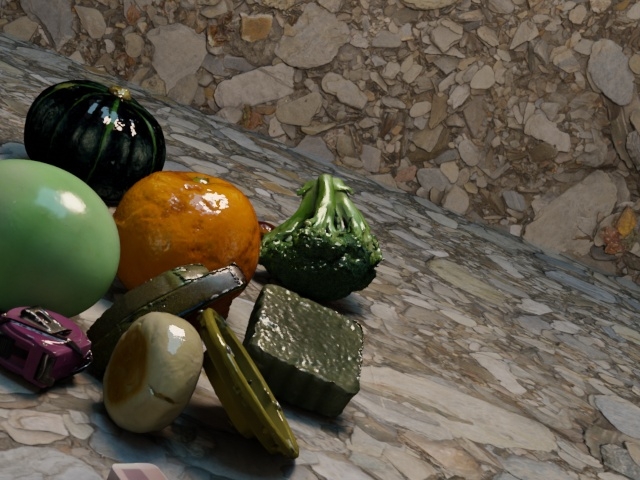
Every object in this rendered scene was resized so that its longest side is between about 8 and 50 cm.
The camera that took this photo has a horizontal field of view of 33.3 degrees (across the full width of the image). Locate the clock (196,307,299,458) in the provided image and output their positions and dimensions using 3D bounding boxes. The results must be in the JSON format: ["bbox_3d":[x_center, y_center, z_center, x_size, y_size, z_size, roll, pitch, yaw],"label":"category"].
[{"bbox_3d":[-0.108,0.200,1.435,0.237,0.057,0.237,59,-1,2],"label":"clock"}]

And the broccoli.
[{"bbox_3d":[0.000,0.000,2.165,0.265,0.245,0.294,4,-11,3],"label":"broccoli"}]

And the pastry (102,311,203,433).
[{"bbox_3d":[-0.211,0.171,1.365,0.092,0.156,0.156,21,13,-29],"label":"pastry"}]

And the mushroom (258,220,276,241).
[{"bbox_3d":[-0.121,0.000,2.310,0.088,0.073,0.129,53,3,-27],"label":"mushroom"}]

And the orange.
[{"bbox_3d":[-0.229,0.002,1.804,0.261,0.261,0.261,20,14,-5],"label":"orange"}]

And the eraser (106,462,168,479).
[{"bbox_3d":[-0.192,0.289,1.199,0.065,0.026,0.105,12,16,-43],"label":"eraser"}]

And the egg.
[{"bbox_3d":[-0.418,-0.004,1.547,0.270,0.220,0.220,38,17,12],"label":"egg"}]

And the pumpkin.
[{"bbox_3d":[-0.474,-0.225,2.284,0.315,0.238,0.315,25,12,-6],"label":"pumpkin"}]

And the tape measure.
[{"bbox_3d":[-0.365,0.138,1.407,0.125,0.074,0.118,27,14,12],"label":"tape measure"}]

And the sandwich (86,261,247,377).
[{"bbox_3d":[-0.212,0.102,1.511,0.079,0.235,0.159,55,8,20],"label":"sandwich"}]

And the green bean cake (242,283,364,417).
[{"bbox_3d":[-0.029,0.174,1.661,0.185,0.094,0.183,21,32,-9],"label":"green bean cake"}]
